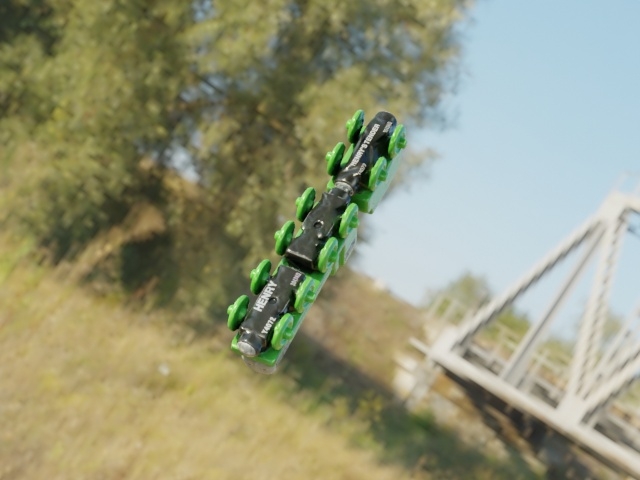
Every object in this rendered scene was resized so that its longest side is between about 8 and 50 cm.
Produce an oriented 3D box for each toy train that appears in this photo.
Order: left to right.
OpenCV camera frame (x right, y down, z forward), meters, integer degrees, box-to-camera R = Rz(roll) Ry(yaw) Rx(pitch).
[{"bbox_3d":[0.000,0.000,0.385,0.017,0.083,0.023,22,-34,15],"label":"toy train"}]
